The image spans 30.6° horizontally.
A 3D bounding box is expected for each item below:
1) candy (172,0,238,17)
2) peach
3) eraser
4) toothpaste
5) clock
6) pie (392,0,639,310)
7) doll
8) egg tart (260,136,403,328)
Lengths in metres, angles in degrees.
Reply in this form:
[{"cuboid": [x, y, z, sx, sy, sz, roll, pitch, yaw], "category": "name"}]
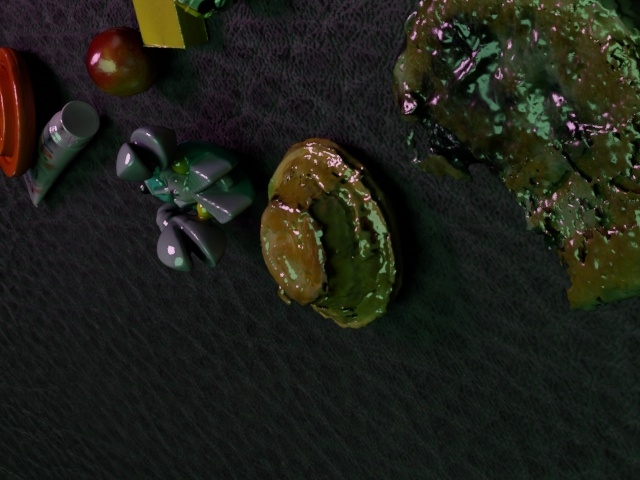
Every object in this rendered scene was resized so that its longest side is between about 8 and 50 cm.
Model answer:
[{"cuboid": [-0.068, -0.336, 1.276, 0.305, 0.091, 0.083, -27, 88, 47], "category": "candy"}, {"cuboid": [-0.259, -0.237, 1.552, 0.101, 0.101, 0.100, 29, 132, 37], "category": "peach"}, {"cuboid": [-0.195, -0.305, 1.468, 0.097, 0.045, 0.122, 15, 124, 44], "category": "eraser"}, {"cuboid": [-0.424, -0.139, 1.842, 0.323, 0.066, 0.100, -28, 85, 59], "category": "toothpaste"}, {"cuboid": [-0.491, -0.201, 1.840, 0.205, 0.051, 0.205, 26, 119, 60], "category": "clock"}, {"cuboid": [0.213, -0.109, 1.072, 0.371, 0.078, 0.296, 44, 138, 25], "category": "pie"}, {"cuboid": [-0.183, -0.054, 1.534, 0.195, 0.153, 0.258, 48, 161, 0], "category": "doll"}, {"cuboid": [0.000, 0.000, 1.379, 0.241, 0.106, 0.241, 31, 132, 42], "category": "egg tart"}]
